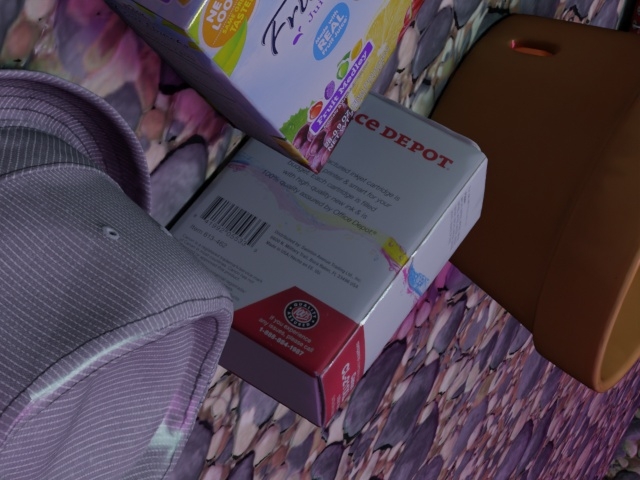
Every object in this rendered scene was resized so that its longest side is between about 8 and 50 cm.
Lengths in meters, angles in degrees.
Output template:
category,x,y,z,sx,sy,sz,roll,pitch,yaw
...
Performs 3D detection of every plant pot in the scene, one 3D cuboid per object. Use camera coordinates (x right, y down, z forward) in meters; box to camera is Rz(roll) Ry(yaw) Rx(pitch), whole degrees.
category,x,y,z,sx,sy,sz,roll,pitch,yaw
plant pot,0.206,-0.051,1.121,0.291,0.203,0.291,-47,154,-31

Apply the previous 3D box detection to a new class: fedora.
category,x,y,z,sx,sy,sz,roll,pitch,yaw
fedora,-0.130,0.058,0.602,0.244,0.124,0.275,-64,159,5

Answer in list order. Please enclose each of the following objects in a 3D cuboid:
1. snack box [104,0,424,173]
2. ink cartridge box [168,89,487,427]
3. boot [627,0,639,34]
category,x,y,z,sx,sy,sz,roll,pitch,yaw
snack box,-0.010,-0.148,0.694,0.175,0.070,0.207,-59,157,-4
ink cartridge box,0.000,0.000,0.819,0.175,0.127,0.072,-51,158,-24
boot,0.339,-0.222,1.377,0.176,0.088,0.244,-58,162,-3
